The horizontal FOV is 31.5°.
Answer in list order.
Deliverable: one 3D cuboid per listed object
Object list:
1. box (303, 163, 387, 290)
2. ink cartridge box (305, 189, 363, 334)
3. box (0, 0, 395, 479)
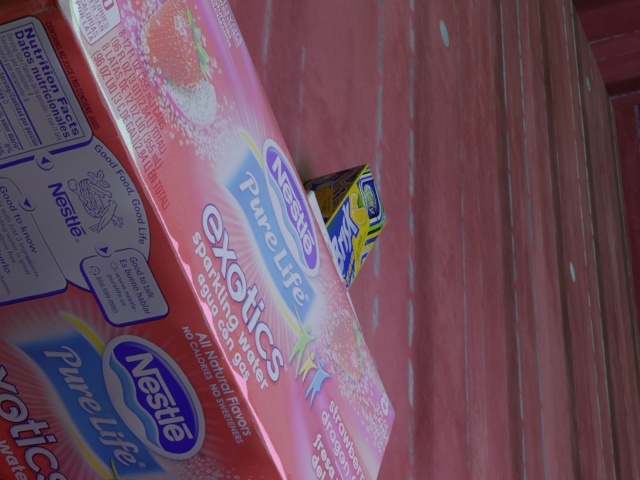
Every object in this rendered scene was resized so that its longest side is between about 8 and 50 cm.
[{"bbox_3d":[0.000,0.000,0.877,0.054,0.059,0.169,68,24,-19],"label":"box"},{"bbox_3d":[-0.034,0.056,0.728,0.092,0.090,0.143,-57,133,-59],"label":"ink cartridge box"},{"bbox_3d":[-0.089,0.018,0.535,0.142,0.154,0.300,-64,136,-56],"label":"box"}]
